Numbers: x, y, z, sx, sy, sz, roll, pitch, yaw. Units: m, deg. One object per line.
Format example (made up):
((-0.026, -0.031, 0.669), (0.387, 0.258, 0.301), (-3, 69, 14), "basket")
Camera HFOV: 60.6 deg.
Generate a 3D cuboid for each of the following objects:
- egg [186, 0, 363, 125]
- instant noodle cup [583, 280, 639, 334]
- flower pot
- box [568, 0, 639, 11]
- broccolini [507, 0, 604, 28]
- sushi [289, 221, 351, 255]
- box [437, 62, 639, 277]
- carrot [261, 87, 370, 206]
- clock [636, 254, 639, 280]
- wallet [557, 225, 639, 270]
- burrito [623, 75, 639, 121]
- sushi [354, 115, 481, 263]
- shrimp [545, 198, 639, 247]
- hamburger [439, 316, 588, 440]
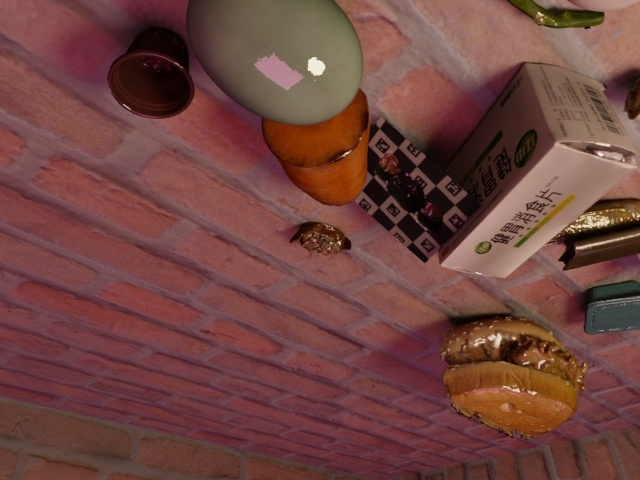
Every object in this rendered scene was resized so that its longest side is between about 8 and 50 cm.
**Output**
((-0.053, -0.236, 0.674), (0.230, 0.168, 0.168), (24, 138, -25), "egg")
((0.737, 0.165, 1.368), (0.157, 0.070, 0.179), (-11, 144, 15), "instant noodle cup")
((-0.222, -0.234, 0.738), (0.111, 0.089, 0.111), (-2, 145, -1), "flower pot")
((0.290, -0.392, 0.467), (0.288, 0.141, 0.349), (-36, 134, 24), "box")
((0.275, -0.335, 0.661), (0.271, 0.062, 0.123), (13, 148, -31), "broccolini")
((0.000, 0.000, 1.114), (0.120, 0.055, 0.052), (19, 146, -24), "sushi")
((0.318, -0.099, 0.882), (0.145, 0.173, 0.333), (9, 143, -17), "box")
((0.017, -0.134, 0.863), (0.159, 0.159, 0.225), (-10, 154, 11), "carrot")
((0.781, -0.007, 1.074), (0.231, 0.116, 0.262), (-16, 149, -13), "clock")
((0.564, 0.008, 1.046), (0.197, 0.031, 0.110), (-13, 155, 0), "wallet")
((0.552, -0.200, 0.833), (0.225, 0.087, 0.060), (7, 153, -18), "burrito")
((0.154, -0.090, 0.939), (0.215, 0.050, 0.192), (44, 144, 9), "sushi")
((0.537, -0.014, 1.098), (0.316, 0.077, 0.168), (-4, 146, -7), "shrimp")
((0.534, 0.340, 1.434), (0.286, 0.269, 0.445), (-29, 133, 35), "hamburger")
